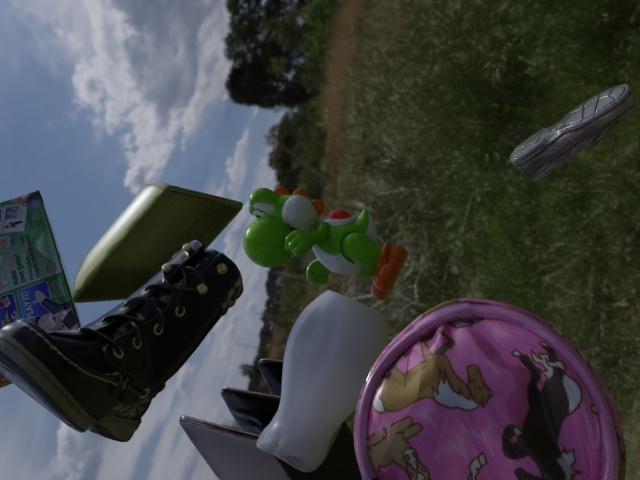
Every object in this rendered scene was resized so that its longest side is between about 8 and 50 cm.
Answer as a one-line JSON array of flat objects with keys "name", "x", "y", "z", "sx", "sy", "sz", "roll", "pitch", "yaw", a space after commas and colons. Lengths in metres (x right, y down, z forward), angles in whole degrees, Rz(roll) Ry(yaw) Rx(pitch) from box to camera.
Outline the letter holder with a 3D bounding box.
[{"name": "letter holder", "x": -0.073, "y": 0.357, "z": 1.046, "sx": 0.152, "sy": 0.214, "sz": 0.302, "roll": -55, "pitch": -49, "yaw": -40}]

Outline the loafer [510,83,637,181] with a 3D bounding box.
[{"name": "loafer", "x": 0.236, "y": -0.096, "z": 0.563, "sx": 0.125, "sy": 0.039, "sz": 0.045, "roll": -33, "pitch": 17, "yaw": 47}]

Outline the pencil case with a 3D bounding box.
[{"name": "pencil case", "x": 0.154, "y": 0.188, "z": 0.499, "sx": 0.167, "sy": 0.160, "sz": 0.386, "roll": -61, "pitch": -31, "yaw": -14}]

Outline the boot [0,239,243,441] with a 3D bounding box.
[{"name": "boot", "x": -0.149, "y": 0.062, "z": 0.492, "sx": 0.179, "sy": 0.085, "sz": 0.236, "roll": -52, "pitch": -14, "yaw": -20}]

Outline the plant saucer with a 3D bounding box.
[{"name": "plant saucer", "x": -0.211, "y": -0.004, "z": 0.783, "sx": 0.188, "sy": 0.045, "sz": 0.188, "roll": -46, "pitch": -16, "yaw": 12}]

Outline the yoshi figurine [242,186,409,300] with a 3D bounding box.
[{"name": "yoshi figurine", "x": -0.013, "y": 0.025, "z": 1.286, "sx": 0.204, "sy": 0.362, "sz": 0.203, "roll": -68, "pitch": -9, "yaw": 28}]

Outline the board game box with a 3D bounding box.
[{"name": "board game box", "x": -0.499, "y": 0.075, "z": 0.927, "sx": 0.317, "sy": 0.213, "sz": 0.046, "roll": 58, "pitch": 161, "yaw": 33}]

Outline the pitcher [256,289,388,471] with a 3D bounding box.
[{"name": "pitcher", "x": 0.010, "y": 0.178, "z": 0.797, "sx": 0.178, "sy": 0.125, "sz": 0.207, "roll": 44, "pitch": -111, "yaw": -76}]
